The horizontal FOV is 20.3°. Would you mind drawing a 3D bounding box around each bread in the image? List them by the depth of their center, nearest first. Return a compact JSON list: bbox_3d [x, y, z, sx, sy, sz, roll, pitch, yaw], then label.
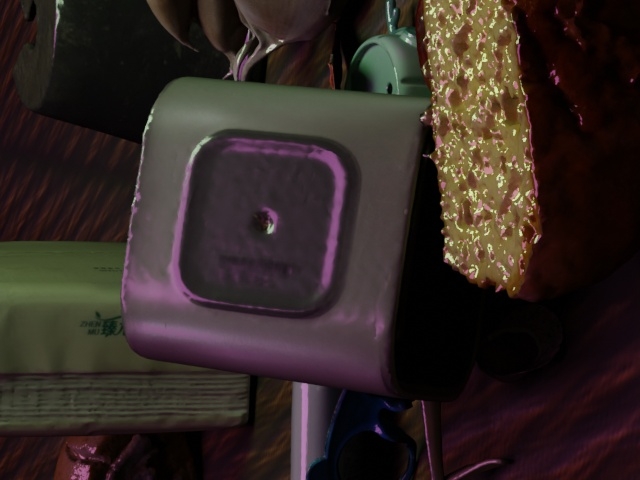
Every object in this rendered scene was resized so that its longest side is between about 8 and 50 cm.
[{"bbox_3d":[0.189,-0.124,1.344,0.194,0.179,0.340,160,105,-67],"label":"bread"},{"bbox_3d":[-0.261,0.330,2.366,0.124,0.186,0.257,-155,68,-63],"label":"bread"}]

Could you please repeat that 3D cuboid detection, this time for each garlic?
[{"bbox_3d":[-0.081,-0.313,1.909,0.292,0.237,0.210,63,178,-26],"label":"garlic"}]

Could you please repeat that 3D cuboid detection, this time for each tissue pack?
[{"bbox_3d":[-0.302,0.118,2.218,0.297,0.380,0.207,-157,69,-63],"label":"tissue pack"}]

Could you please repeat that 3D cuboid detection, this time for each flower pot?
[{"bbox_3d":[-0.240,-0.269,2.240,0.379,0.251,0.379,-178,90,-65],"label":"flower pot"}]

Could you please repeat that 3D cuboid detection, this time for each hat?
[{"bbox_3d":[0.179,0.094,1.551,0.087,0.042,0.058,-34,62,23],"label":"hat"}]

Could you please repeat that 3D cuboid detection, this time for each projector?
[{"bbox_3d":[0.000,0.000,1.547,0.249,0.248,0.248,7,86,22],"label":"projector"}]

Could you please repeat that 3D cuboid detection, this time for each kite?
[{"bbox_3d":[0.016,-0.126,1.825,0.234,0.016,0.321,77,-171,-62],"label":"kite"}]

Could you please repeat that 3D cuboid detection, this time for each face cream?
[{"bbox_3d":[0.010,0.264,1.842,0.144,0.071,0.291,-14,-75,-71],"label":"face cream"}]

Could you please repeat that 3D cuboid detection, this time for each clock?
[{"bbox_3d":[0.074,-0.134,1.744,0.159,0.066,0.211,118,145,-46],"label":"clock"}]

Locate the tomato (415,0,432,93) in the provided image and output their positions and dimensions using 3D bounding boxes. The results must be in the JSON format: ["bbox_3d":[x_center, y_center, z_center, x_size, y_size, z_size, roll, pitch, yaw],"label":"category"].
[{"bbox_3d":[0.127,-0.180,1.590,0.159,0.091,0.139,-164,76,-68],"label":"tomato"}]

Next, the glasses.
[{"bbox_3d":[0.105,0.210,1.692,0.207,0.102,0.239,40,130,25],"label":"glasses"}]
